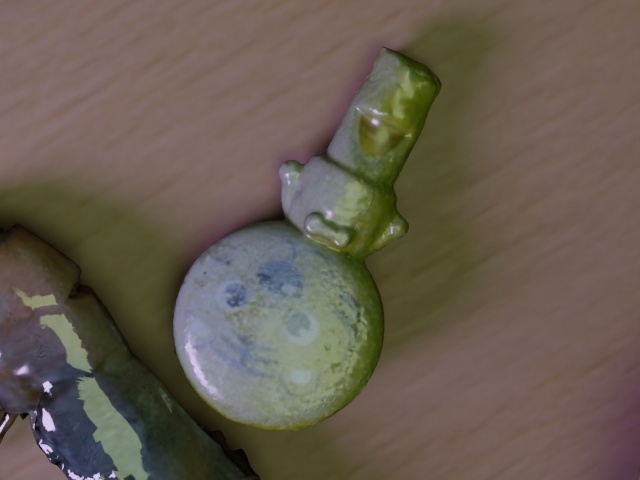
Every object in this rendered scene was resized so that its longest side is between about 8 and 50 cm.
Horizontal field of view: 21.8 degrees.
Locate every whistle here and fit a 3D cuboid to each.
[{"bbox_3d":[0.000,0.000,0.818,0.104,0.057,0.198,26,92,0],"label":"whistle"}]

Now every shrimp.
[{"bbox_3d":[-0.140,0.124,0.819,0.178,0.075,0.289,-36,110,10],"label":"shrimp"}]

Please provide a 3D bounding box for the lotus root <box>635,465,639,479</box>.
[{"bbox_3d":[0.233,0.226,0.856,0.151,0.169,0.342,-8,107,-25],"label":"lotus root"}]
